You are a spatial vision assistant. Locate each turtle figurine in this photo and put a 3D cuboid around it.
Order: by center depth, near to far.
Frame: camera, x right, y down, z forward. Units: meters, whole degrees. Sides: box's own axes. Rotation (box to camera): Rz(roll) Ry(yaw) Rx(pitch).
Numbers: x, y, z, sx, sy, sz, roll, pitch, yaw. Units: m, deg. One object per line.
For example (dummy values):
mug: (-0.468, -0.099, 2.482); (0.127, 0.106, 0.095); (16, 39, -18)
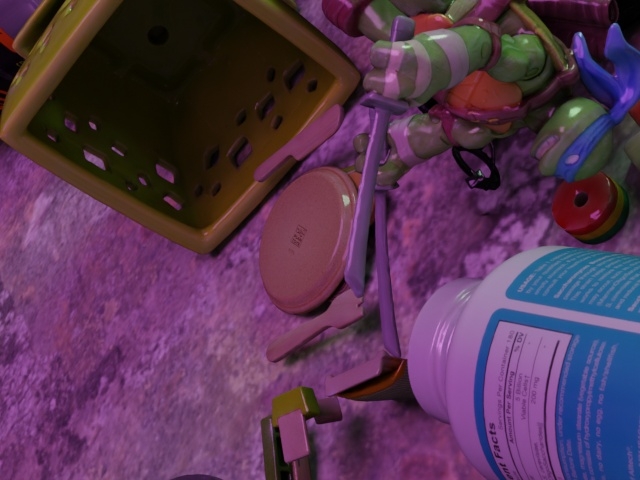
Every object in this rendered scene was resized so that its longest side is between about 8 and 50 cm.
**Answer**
turtle figurine: (0.029, -0.099, 0.787); (0.275, 0.198, 0.266); (-45, 72, 20)

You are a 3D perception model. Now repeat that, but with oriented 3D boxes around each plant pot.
plant pot: (-0.135, -0.162, 1.124); (0.228, 0.227, 0.207); (-48, 33, 16)

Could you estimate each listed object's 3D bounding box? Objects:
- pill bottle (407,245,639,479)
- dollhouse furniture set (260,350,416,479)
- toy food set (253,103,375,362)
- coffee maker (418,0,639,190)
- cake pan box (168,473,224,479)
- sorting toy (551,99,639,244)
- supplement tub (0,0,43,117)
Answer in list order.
pill bottle: (0.169, 0.080, 0.678); (0.264, 0.146, 0.146); (10, 74, 51)
dollhouse furniture set: (0.020, 0.130, 0.880); (0.152, 0.076, 0.058); (-29, 60, 36)
toy food set: (0.000, 0.000, 1.016); (0.132, 0.039, 0.192); (-33, 50, 40)
coffee maker: (0.150, -0.153, 0.897); (0.178, 0.120, 0.171); (-39, 73, 27)
cake pan box: (-0.086, 0.299, 0.874); (0.246, 0.070, 0.266); (-8, 65, 43)
sorting toy: (0.260, -0.071, 0.757); (0.274, 0.046, 0.132); (-43, 41, 20)
supplement tub: (-0.375, -0.255, 1.456); (0.338, 0.207, 0.207); (-26, 49, 37)
